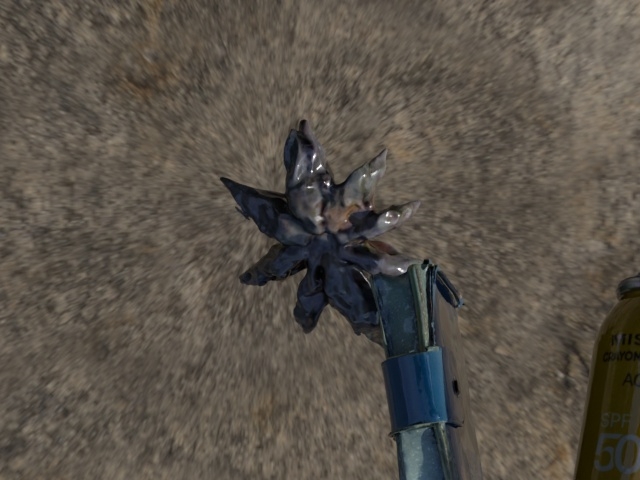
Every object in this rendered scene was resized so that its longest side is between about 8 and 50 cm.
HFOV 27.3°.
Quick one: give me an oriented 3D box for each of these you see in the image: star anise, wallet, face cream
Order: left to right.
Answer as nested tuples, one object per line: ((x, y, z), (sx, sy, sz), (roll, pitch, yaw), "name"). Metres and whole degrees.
((0.000, 0.000, 1.121), (0.180, 0.061, 0.205), (4, 110, 15), "star anise")
((0.086, 0.125, 1.009), (0.059, 0.141, 0.202), (-11, 69, 13), "wallet")
((0.227, 0.166, 0.910), (0.105, 0.105, 0.349), (14, 73, -2), "face cream")
